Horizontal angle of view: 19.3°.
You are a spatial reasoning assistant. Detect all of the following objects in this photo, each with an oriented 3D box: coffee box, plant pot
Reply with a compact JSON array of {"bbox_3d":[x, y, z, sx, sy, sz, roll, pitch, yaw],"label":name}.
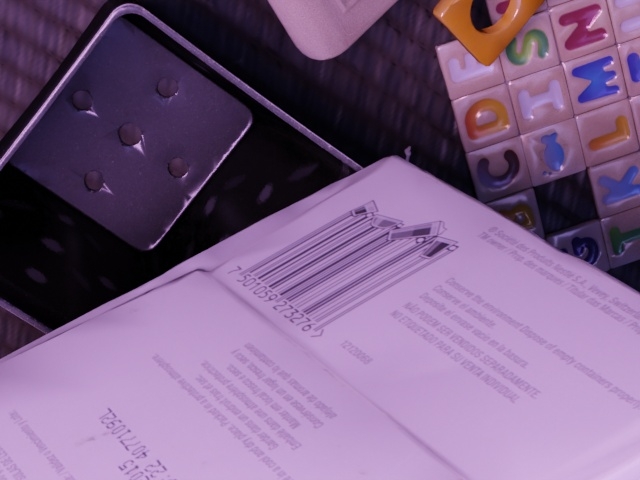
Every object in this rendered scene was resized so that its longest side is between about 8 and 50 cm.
[{"bbox_3d":[0.024,0.211,0.987,0.338,0.338,0.334,-28,121,-17],"label":"coffee box"},{"bbox_3d":[-0.107,-0.040,1.149,0.188,0.167,0.187,35,101,-20],"label":"plant pot"}]

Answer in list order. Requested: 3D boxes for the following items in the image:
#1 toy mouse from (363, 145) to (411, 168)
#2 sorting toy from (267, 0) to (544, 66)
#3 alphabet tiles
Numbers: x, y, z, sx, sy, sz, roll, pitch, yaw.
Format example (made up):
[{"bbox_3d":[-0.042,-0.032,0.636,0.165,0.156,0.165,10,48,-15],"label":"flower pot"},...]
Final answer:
[{"bbox_3d":[0.000,0.000,1.260,0.143,0.031,0.161,15,107,-17],"label":"toy mouse"},{"bbox_3d":[0.025,-0.228,1.109,0.196,0.047,0.347,-41,132,-9],"label":"sorting toy"},{"bbox_3d":[0.190,-0.090,1.277,0.198,0.009,0.237,-19,114,-4],"label":"alphabet tiles"}]
